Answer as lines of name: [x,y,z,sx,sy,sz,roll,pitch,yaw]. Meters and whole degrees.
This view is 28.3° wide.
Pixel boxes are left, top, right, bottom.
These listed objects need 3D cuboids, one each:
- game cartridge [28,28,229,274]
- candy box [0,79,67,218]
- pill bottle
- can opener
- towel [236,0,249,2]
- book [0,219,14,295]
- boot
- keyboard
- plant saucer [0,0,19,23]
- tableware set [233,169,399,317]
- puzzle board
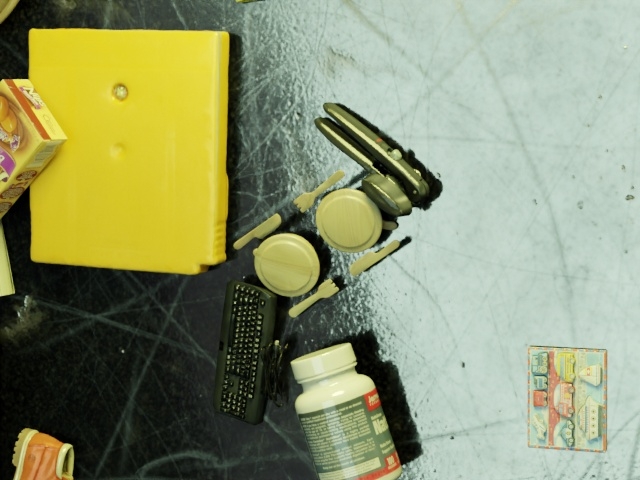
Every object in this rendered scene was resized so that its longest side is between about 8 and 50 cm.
game cartridge: [-0.260,-0.122,1.708,0.285,0.053,0.323,4,99,19]
candy box: [-0.436,-0.118,1.723,0.187,0.053,0.109,-45,72,29]
pill bottle: [0.028,0.227,1.607,0.108,0.108,0.180,-18,90,20]
can opener: [0.064,-0.107,1.589,0.186,0.073,0.059,50,117,18]
towel: [-0.085,-0.430,1.625,0.102,0.021,0.237,-11,92,19]
book: [-0.497,0.013,1.810,0.096,0.035,0.144,-9,91,21]
boot: [-0.395,0.352,1.797,0.085,0.059,0.157,11,98,13]
keyboard: [-0.094,0.153,1.667,0.100,0.038,0.192,13,109,18]
plant saucer: [-0.514,-0.411,1.768,0.278,0.041,0.277,2,97,19]
tableware set: [0.000,0.000,1.630,0.194,0.039,0.128,-35,99,25]
puzzle board: [0.303,0.196,1.559,0.096,0.011,0.128,1,96,19]
